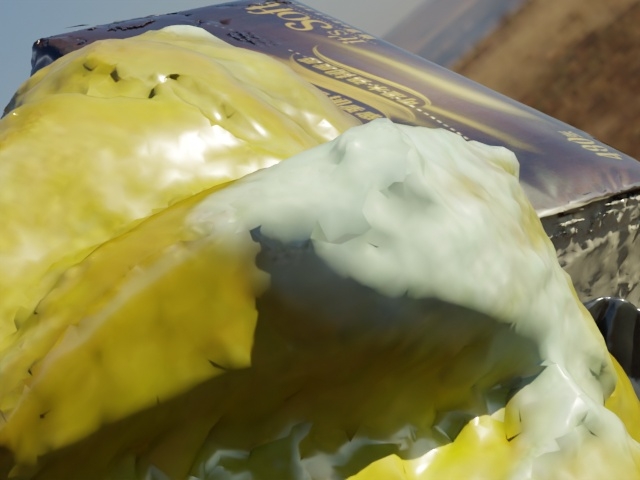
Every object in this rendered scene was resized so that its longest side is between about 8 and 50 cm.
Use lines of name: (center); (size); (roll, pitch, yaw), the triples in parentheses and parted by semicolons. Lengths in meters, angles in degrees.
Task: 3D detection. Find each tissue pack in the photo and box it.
tissue pack: (0.000, 0.000, 1.070); (0.210, 0.198, 0.370); (-18, 33, -35)

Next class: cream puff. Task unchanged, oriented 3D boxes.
cream puff: (-0.062, 0.121, 0.582); (0.378, 0.378, 0.275); (-39, 12, 35)

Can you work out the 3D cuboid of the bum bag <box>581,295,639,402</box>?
bum bag: (0.114, 0.147, 0.750); (0.123, 0.248, 0.060); (-7, 18, 3)
